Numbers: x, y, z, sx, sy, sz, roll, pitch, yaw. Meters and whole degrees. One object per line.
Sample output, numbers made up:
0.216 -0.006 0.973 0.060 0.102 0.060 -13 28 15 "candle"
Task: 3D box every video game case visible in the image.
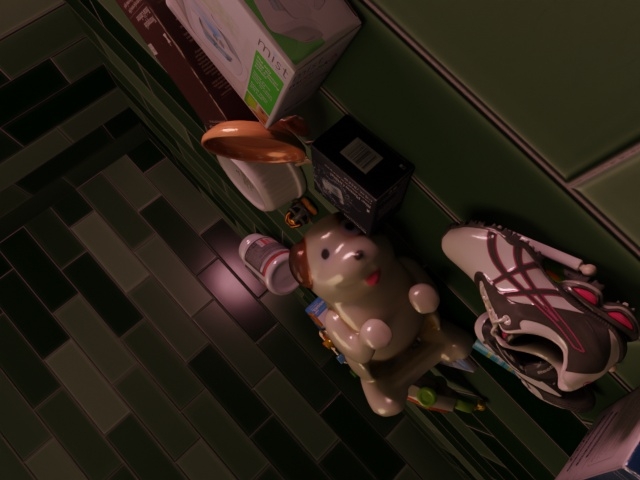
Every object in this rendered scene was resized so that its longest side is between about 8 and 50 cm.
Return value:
0.327 0.290 1.171 0.193 0.023 0.212 48 165 0 "video game case"

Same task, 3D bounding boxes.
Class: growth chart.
0.339 0.082 0.605 0.172 0.021 0.237 28 155 55 "growth chart"

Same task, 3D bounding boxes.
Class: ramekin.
-0.175 -0.201 1.138 0.273 0.127 0.272 45 165 15 "ramekin"

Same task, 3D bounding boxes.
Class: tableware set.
-0.045 -0.205 0.833 0.141 0.020 0.169 3 153 47 "tableware set"

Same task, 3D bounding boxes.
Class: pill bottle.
-0.248 0.100 1.975 0.363 0.210 0.210 31 158 50 "pill bottle"

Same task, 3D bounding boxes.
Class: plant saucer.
-0.127 -0.189 0.788 0.200 0.037 0.200 4 178 0 "plant saucer"

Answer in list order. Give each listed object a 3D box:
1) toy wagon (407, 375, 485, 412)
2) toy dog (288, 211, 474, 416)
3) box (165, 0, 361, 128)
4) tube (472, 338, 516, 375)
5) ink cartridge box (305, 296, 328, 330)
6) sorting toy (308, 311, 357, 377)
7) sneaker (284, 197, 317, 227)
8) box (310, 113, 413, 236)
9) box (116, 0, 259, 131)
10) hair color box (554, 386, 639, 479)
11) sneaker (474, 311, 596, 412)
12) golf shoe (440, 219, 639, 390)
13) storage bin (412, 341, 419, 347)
0.335 0.469 1.280 0.345 0.068 0.267 18 178 26 "toy wagon"
0.116 0.112 0.934 0.407 0.285 0.395 58 180 -30 "toy dog"
-0.096 -0.331 0.585 0.261 0.127 0.231 51 167 -9 "box"
0.410 0.256 0.811 0.207 0.052 0.080 34 168 26 "tube"
0.153 0.401 1.682 0.395 0.166 0.285 29 156 51 "ink cartridge box"
0.057 0.428 1.601 0.347 0.047 0.196 48 165 6 "sorting toy"
-0.076 -0.076 1.271 0.084 0.083 0.215 47 167 -2 "sneaker"
0.069 -0.111 0.738 0.156 0.093 0.158 44 166 17 "box"
-0.257 -0.405 0.827 0.191 0.143 0.381 25 155 54 "box"
0.445 0.299 0.554 0.105 0.174 0.347 37 162 32 "hair color box"
0.371 0.212 0.682 0.234 0.078 0.106 41 177 5 "sneaker"
0.255 0.069 0.541 0.273 0.120 0.105 40 165 40 "golf shoe"
0.250 0.321 1.307 0.180 0.084 0.122 48 -179 5 "storage bin"
